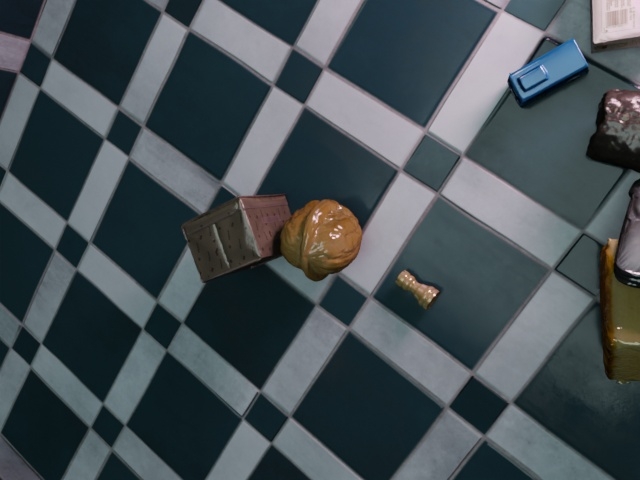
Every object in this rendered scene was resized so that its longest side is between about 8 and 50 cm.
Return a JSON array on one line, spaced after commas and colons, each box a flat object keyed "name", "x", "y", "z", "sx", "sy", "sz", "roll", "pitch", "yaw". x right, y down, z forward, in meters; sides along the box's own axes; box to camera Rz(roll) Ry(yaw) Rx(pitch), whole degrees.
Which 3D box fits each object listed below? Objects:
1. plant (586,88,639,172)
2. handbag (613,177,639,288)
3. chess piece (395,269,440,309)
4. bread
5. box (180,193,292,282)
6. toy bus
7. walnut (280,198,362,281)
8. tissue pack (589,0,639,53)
[{"name": "plant", "x": 0.781, "y": -0.249, "z": 1.356, "sx": 0.276, "sy": 0.199, "sz": 0.188, "roll": 19, "pitch": 96, "yaw": 18}, {"name": "handbag", "x": 0.740, "y": -0.025, "z": 1.227, "sx": 0.192, "sy": 0.332, "sz": 0.075, "roll": 5, "pitch": 137, "yaw": 33}, {"name": "chess piece", "x": 0.278, "y": 0.138, "z": 1.683, "sx": 0.122, "sy": 0.066, "sz": 0.066, "roll": 39, "pitch": 108, "yaw": 22}, {"name": "bread", "x": 0.747, "y": 0.160, "z": 1.318, "sx": 0.207, "sy": 0.279, "sz": 0.279, "roll": -1, "pitch": 58, "yaw": 25}, {"name": "box", "x": -0.227, "y": -0.012, "z": 1.754, "sx": 0.225, "sy": 0.297, "sz": 0.190, "roll": -22, "pitch": 86, "yaw": 23}, {"name": "toy bus", "x": 0.572, "y": -0.423, "z": 1.478, "sx": 0.185, "sy": 0.106, "sz": 0.090, "roll": -28, "pitch": 86, "yaw": 23}, {"name": "walnut", "x": 0.000, "y": 0.000, "z": 1.684, "sx": 0.224, "sy": 0.257, "sz": 0.257, "roll": 12, "pitch": 100, "yaw": 21}, {"name": "tissue pack", "x": 0.738, "y": -0.580, "z": 1.380, "sx": 0.185, "sy": 0.124, "sz": 0.225, "roll": -2, "pitch": 94, "yaw": 23}]
